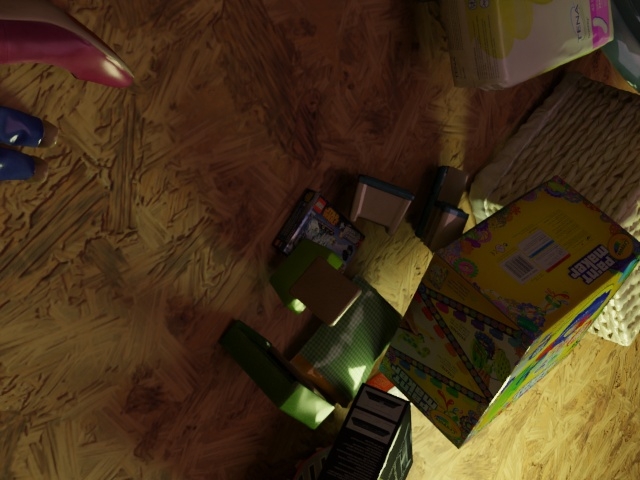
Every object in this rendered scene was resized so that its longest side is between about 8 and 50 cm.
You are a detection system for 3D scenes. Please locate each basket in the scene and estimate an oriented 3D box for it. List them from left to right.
[{"bbox_3d":[0.476,-0.050,1.593,0.331,0.266,0.328,-47,138,-18],"label":"basket"}]

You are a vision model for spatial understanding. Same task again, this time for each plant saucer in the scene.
[{"bbox_3d":[0.506,-0.373,1.485,0.318,0.044,0.317,24,52,-35],"label":"plant saucer"}]

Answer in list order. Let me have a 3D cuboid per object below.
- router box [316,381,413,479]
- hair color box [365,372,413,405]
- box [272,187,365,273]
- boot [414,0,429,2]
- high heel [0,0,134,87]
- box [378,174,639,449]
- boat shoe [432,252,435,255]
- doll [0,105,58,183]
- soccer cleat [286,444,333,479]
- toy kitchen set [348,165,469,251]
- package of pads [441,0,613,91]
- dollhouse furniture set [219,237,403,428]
[{"bbox_3d":[0.058,0.383,1.379,0.308,0.081,0.242,79,35,-60],"label":"router box"},{"bbox_3d":[0.129,0.246,1.527,0.141,0.043,0.071,-29,127,-36],"label":"hair color box"},{"bbox_3d":[0.000,0.000,1.275,0.094,0.027,0.137,-57,140,-8],"label":"box"},{"bbox_3d":[0.207,-0.352,1.292,0.209,0.076,0.189,-25,112,-47],"label":"boot"},{"bbox_3d":[-0.284,-0.170,0.849,0.117,0.082,0.244,-53,148,8],"label":"high heel"},{"bbox_3d":[0.274,0.102,1.340,0.290,0.177,0.279,-30,153,-36],"label":"box"},{"bbox_3d":[0.248,0.050,1.553,0.063,0.066,0.184,-52,129,-14],"label":"boat shoe"},{"bbox_3d":[-0.338,-0.091,0.843,0.189,0.046,0.129,10,100,-50],"label":"doll"},{"bbox_3d":[-0.031,0.416,1.395,0.248,0.095,0.083,-40,134,-27],"label":"soccer cleat"},{"bbox_3d":[0.131,-0.068,1.348,0.207,0.166,0.122,-85,-165,-84],"label":"toy kitchen set"},{"bbox_3d":[0.283,-0.343,1.258,0.297,0.101,0.229,-26,113,-38],"label":"package of pads"},{"bbox_3d":[0.038,0.161,1.276,0.197,0.151,0.301,-50,140,-3],"label":"dollhouse furniture set"}]
